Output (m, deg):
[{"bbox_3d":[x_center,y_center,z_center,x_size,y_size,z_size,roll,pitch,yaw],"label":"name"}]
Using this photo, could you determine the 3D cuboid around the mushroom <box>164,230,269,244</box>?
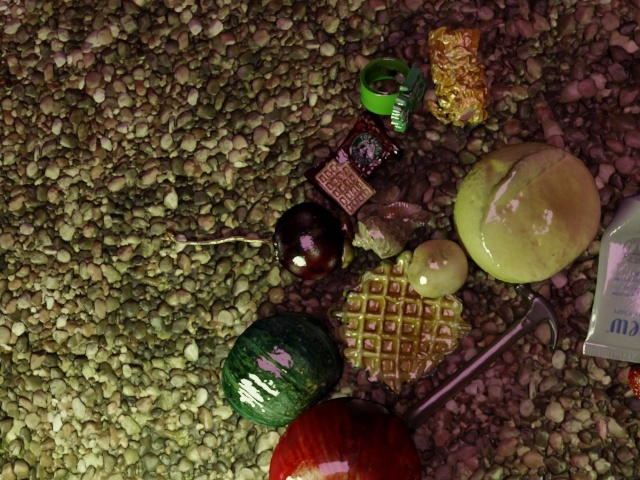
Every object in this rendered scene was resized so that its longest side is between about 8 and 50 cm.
[{"bbox_3d":[-0.268,-0.001,1.997,0.285,0.028,0.026,4,45,12],"label":"mushroom"}]

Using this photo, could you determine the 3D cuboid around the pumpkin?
[{"bbox_3d":[-0.102,0.314,1.852,0.263,0.197,0.293,44,98,9],"label":"pumpkin"}]

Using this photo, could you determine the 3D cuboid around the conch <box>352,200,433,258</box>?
[{"bbox_3d":[0.164,-0.040,1.847,0.207,0.130,0.155,-25,66,-8],"label":"conch"}]

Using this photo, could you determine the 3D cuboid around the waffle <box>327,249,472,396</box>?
[{"bbox_3d":[0.187,0.194,1.859,0.317,0.073,0.297,-40,85,0],"label":"waffle"}]

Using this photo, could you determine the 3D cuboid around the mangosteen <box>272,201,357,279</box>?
[{"bbox_3d":[0.000,0.000,1.861,0.230,0.194,0.194,-6,85,-12],"label":"mangosteen"}]

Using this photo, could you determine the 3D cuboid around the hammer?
[{"bbox_3d":[0.366,0.289,1.821,0.440,0.044,0.168,-42,88,9],"label":"hammer"}]

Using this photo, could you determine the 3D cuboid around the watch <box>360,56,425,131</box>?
[{"bbox_3d":[0.161,-0.360,1.853,0.151,0.131,0.165,25,63,17],"label":"watch"}]

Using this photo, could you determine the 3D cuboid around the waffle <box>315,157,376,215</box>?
[{"bbox_3d":[0.059,-0.135,1.874,0.092,0.021,0.135,-44,84,17],"label":"waffle"}]

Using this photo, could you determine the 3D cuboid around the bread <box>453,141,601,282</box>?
[{"bbox_3d":[0.456,-0.067,1.739,0.320,0.237,0.321,0,98,2],"label":"bread"}]

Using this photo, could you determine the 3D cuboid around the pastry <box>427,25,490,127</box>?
[{"bbox_3d":[0.322,-0.383,1.846,0.154,0.102,0.250,-5,86,13],"label":"pastry"}]

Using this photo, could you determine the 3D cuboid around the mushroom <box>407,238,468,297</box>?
[{"bbox_3d":[0.269,0.065,1.780,0.147,0.148,0.112,-20,39,11],"label":"mushroom"}]

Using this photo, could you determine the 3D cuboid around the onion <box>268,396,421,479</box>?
[{"bbox_3d":[0.066,0.504,1.745,0.341,0.341,0.342,-1,86,12],"label":"onion"}]

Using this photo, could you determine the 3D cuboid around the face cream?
[{"bbox_3d":[0.735,0.070,1.741,0.234,0.137,0.421,6,99,11],"label":"face cream"}]

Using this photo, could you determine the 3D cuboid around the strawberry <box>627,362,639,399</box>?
[{"bbox_3d":[0.732,0.315,1.717,0.106,0.106,0.106,-1,86,12],"label":"strawberry"}]

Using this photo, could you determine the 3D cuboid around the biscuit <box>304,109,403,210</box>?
[{"bbox_3d":[0.088,-0.193,1.904,0.151,0.063,0.235,47,105,10],"label":"biscuit"}]

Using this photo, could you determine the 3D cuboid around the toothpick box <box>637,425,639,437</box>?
[{"bbox_3d":[0.837,0.375,1.650,0.294,0.192,0.192,-41,79,12],"label":"toothpick box"}]
